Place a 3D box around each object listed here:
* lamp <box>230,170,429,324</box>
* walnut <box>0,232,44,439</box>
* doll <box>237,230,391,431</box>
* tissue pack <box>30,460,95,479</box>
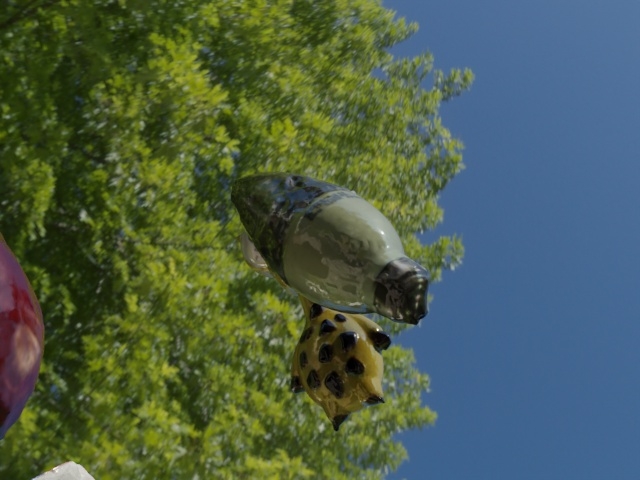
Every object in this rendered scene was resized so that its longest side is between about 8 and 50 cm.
[{"bbox_3d":[0.000,0.000,0.767,0.250,0.101,0.101,31,-65,43],"label":"lamp"},{"bbox_3d":[-0.325,0.068,0.608,0.221,0.244,0.269,-26,-63,11],"label":"walnut"},{"bbox_3d":[-0.009,0.060,0.948,0.117,0.086,0.291,-28,-121,7],"label":"doll"},{"bbox_3d":[-0.397,0.508,1.360,0.209,0.137,0.270,45,-60,27],"label":"tissue pack"}]
